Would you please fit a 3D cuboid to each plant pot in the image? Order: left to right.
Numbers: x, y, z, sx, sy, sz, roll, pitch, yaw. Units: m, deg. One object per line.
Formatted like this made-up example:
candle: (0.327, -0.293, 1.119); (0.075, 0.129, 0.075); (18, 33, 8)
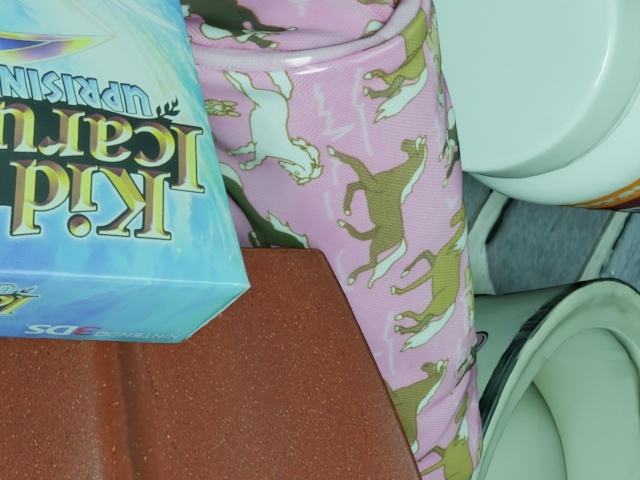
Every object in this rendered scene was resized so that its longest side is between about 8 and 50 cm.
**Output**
plant pot: (-0.104, 0.127, 0.843); (0.267, 0.267, 0.236); (2, 82, -57)

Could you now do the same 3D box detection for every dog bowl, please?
dog bowl: (0.126, 0.221, 1.296); (0.408, 0.150, 0.408); (-16, 109, -55)

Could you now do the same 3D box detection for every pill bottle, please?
pill bottle: (0.208, -0.133, 1.274); (0.392, 0.224, 0.224); (2, 95, -57)

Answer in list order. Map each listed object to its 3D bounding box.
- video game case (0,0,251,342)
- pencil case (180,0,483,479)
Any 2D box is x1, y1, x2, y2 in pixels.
video game case: (-0.173, -0.085, 0.675); (0.269, 0.061, 0.244); (4, 62, -38)
pencil case: (0.000, 0.000, 0.991); (0.160, 0.167, 0.386); (-18, 132, -7)
